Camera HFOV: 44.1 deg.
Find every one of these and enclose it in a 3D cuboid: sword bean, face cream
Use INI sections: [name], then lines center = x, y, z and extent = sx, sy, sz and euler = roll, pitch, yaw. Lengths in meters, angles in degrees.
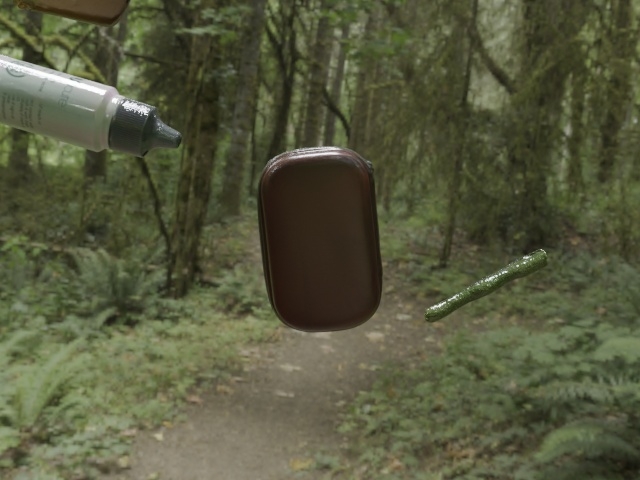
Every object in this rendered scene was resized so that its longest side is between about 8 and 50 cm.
[sword bean]
center = 0.322, 0.092, 1.553
extent = 0.269, 0.038, 0.043
euler = -27, -6, -2
[face cream]
center = -0.334, -0.173, 1.042
extent = 0.311, 0.092, 0.092
euler = 17, 4, 2

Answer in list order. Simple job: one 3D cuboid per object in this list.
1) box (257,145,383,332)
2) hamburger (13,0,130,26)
[box]
center = 0.000, 0.000, 1.717
extent = 0.263, 0.404, 0.108
euler = -5, 6, -2
[hamburger]
center = -0.250, -0.373, 0.845
extent = 0.170, 0.302, 0.302
euler = 21, -1, -19
